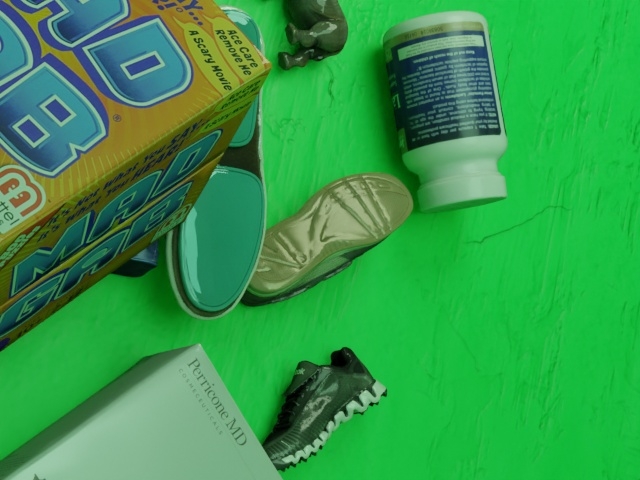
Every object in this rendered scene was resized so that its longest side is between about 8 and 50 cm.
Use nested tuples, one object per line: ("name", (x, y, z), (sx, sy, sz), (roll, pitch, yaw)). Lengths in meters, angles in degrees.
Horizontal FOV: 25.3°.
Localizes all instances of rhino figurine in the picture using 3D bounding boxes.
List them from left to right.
("rhino figurine", (-0.028, -0.360, 1.967), (0.106, 0.073, 0.243), (-11, 85, -30))

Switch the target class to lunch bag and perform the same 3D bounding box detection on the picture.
("lunch bag", (-0.235, 0.001, 1.745), (0.067, 0.098, 0.065), (12, 71, -25))

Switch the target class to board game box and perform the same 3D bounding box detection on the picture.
("board game box", (-0.338, -0.137, 1.497), (0.356, 0.356, 0.356), (48, 58, 7))

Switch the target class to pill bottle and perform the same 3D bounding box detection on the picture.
("pill bottle", (0.181, -0.178, 2.016), (0.153, 0.153, 0.264), (-5, 83, -33))

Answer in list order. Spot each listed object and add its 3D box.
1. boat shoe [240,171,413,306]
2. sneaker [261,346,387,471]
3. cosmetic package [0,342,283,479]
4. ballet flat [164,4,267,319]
("boat shoe", (0.000, 0.000, 1.902), (0.285, 0.092, 0.103), (-33, 80, -31))
("sneaker", (-0.019, 0.216, 1.859), (0.234, 0.078, 0.106), (-34, 96, -37))
("cosmetic package", (-0.255, 0.309, 1.637), (0.385, 0.156, 0.217), (-37, 99, -31))
("ballet flat", (-0.142, -0.096, 1.808), (0.139, 0.139, 0.400), (8, 81, -31))
